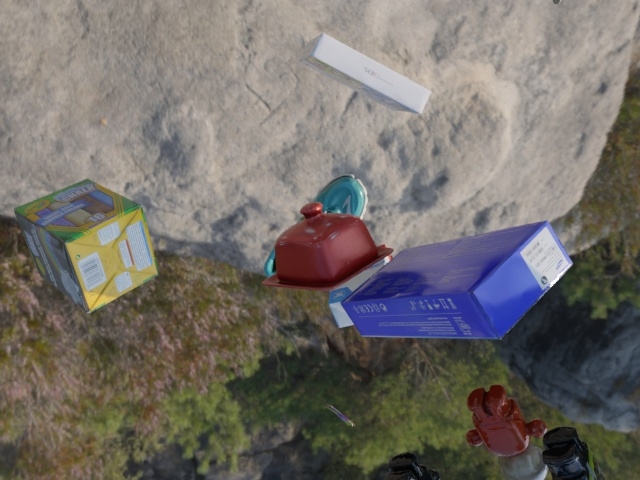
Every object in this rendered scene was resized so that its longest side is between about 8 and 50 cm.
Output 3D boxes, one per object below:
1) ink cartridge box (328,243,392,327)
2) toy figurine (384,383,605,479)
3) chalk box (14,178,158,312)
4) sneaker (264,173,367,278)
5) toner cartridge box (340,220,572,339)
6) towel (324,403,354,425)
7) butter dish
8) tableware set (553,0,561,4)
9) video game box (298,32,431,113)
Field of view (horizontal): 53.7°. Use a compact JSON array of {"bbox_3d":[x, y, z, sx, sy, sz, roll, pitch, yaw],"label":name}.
[{"bbox_3d":[0.100,0.091,1.488,0.134,0.231,0.078,-15,121,16],"label":"ink cartridge box"},{"bbox_3d":[0.202,0.291,0.701,0.213,0.209,0.148,-36,107,-14],"label":"toy figurine"},{"bbox_3d":[-0.378,-0.005,0.999,0.132,0.213,0.132,-32,131,-35],"label":"chalk box"},{"bbox_3d":[-0.011,-0.015,1.258,0.107,0.110,0.275,43,110,1],"label":"sneaker"},{"bbox_3d":[0.181,0.068,0.939,0.165,0.348,0.075,-36,99,-24],"label":"toner cartridge box"},{"bbox_3d":[0.047,0.445,1.610,0.083,0.060,0.009,40,73,-2],"label":"towel"},{"bbox_3d":[0.000,0.000,0.952,0.159,0.160,0.118,-28,109,-41],"label":"butter dish"},{"bbox_3d":[0.269,-0.313,0.599,0.020,0.168,0.141,-31,110,-44],"label":"tableware set"},{"bbox_3d":[0.069,-0.285,1.089,0.205,0.187,0.048,24,101,-13],"label":"video game box"}]
